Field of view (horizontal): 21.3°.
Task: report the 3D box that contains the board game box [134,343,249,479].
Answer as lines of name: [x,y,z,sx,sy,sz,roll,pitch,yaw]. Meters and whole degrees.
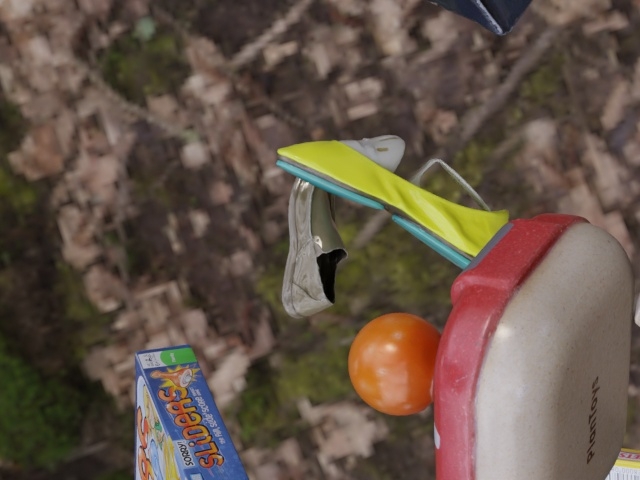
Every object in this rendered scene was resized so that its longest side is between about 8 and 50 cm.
board game box: [-0.078,0.181,0.995,0.136,0.035,0.201,-121,30,-53]

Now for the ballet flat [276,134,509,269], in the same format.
ballet flat: [0.072,-0.049,1.530,0.077,0.231,0.077,-62,14,-2]

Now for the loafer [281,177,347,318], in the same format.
loafer: [0.000,0.000,1.574,0.050,0.056,0.148,2,83,27]

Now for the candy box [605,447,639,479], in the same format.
candy box: [0.264,0.201,1.170,0.206,0.027,0.105,5,112,28]

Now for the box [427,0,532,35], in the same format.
box: [0.055,-0.487,1.293,0.472,0.480,0.297,31,171,38]

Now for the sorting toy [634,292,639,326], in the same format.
sorting toy: [0.420,-0.016,1.391,0.089,0.257,0.255,-72,-4,-51]

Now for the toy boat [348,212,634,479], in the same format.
toy boat: [0.085,0.086,0.964,0.151,0.151,0.231,19,132,27]
